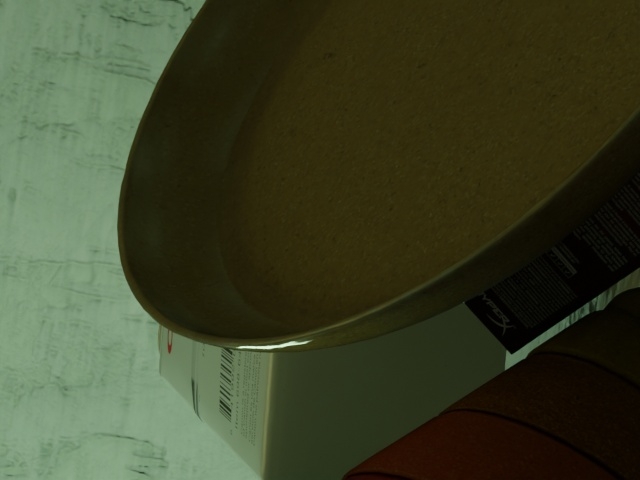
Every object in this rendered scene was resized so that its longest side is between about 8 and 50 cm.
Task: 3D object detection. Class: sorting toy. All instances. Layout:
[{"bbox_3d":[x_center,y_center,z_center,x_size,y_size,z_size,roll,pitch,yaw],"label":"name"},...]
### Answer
[{"bbox_3d":[0.047,0.112,0.604,0.126,0.127,0.365,-56,-7,-23],"label":"sorting toy"}]

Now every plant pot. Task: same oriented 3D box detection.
[{"bbox_3d":[0.038,-0.061,0.540,0.236,0.032,0.236,-32,35,25],"label":"plant pot"}]

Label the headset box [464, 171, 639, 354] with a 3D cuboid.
[{"bbox_3d":[0.074,-0.016,0.517,0.083,0.032,0.062,-37,21,19],"label":"headset box"}]

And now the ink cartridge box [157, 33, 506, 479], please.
[{"bbox_3d":[0.000,0.000,0.750,0.218,0.092,0.158,-158,72,-73],"label":"ink cartridge box"}]
